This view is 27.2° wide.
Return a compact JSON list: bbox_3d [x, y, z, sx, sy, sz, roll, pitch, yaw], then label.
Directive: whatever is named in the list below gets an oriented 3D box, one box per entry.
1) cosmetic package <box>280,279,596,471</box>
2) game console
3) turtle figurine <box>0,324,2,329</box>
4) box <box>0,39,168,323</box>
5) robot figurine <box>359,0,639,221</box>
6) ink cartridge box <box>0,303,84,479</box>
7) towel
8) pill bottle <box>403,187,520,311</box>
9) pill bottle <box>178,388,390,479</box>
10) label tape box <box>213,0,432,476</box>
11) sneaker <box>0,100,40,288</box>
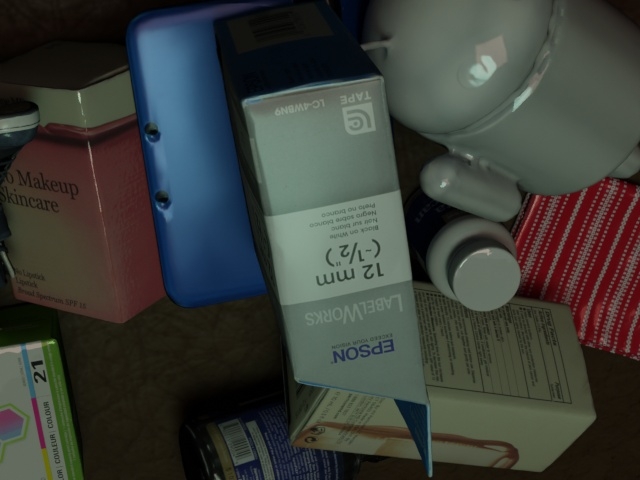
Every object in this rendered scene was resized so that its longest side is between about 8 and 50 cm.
[{"bbox_3d":[0.119,0.139,1.390,0.296,0.153,0.129,10,139,-18],"label":"cosmetic package"},{"bbox_3d":[-0.042,-0.111,1.279,0.173,0.250,0.293,3,115,18],"label":"game console"},{"bbox_3d":[-0.398,-0.003,1.286,0.270,0.087,0.217,-11,92,-25],"label":"turtle figurine"},{"bbox_3d":[-0.219,-0.059,1.251,0.149,0.127,0.232,10,119,33],"label":"box"},{"bbox_3d":[0.179,-0.166,1.249,0.353,0.200,0.300,25,77,-41],"label":"robot figurine"},{"bbox_3d":[-0.385,0.183,1.370,0.255,0.097,0.188,-10,114,-8],"label":"ink cartridge box"},{"bbox_3d":[0.336,0.034,1.486,0.275,0.031,0.198,16,108,-15],"label":"towel"},{"bbox_3d":[0.147,0.006,1.363,0.094,0.169,0.094,-4,113,-10],"label":"pill bottle"},{"bbox_3d":[-0.033,0.222,1.434,0.219,0.123,0.122,-15,115,-19],"label":"pill bottle"},{"bbox_3d":[0.000,0.000,1.109,0.115,0.249,0.347,-10,114,-6],"label":"label tape box"},{"bbox_3d":[-0.297,-0.033,1.166,0.086,0.226,0.163,-16,95,-38],"label":"sneaker"}]
